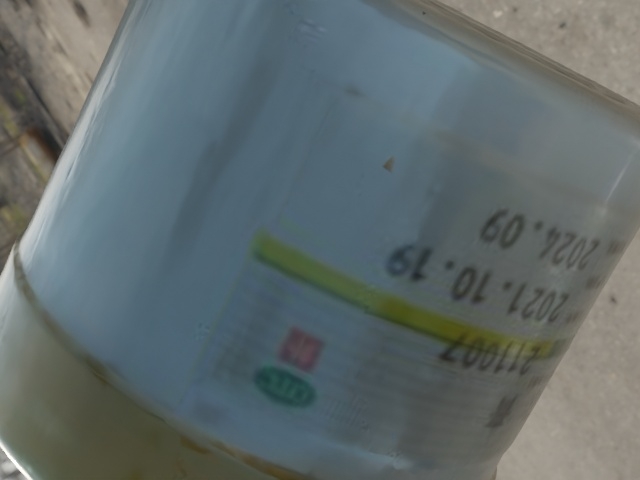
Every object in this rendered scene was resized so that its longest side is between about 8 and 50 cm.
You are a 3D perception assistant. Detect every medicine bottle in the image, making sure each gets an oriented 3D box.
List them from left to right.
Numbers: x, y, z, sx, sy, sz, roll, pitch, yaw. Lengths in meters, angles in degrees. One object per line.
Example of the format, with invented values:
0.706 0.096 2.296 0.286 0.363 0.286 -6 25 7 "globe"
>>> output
0.000 0.000 0.485 0.237 0.232 0.238 26 -165 -7 "medicine bottle"
